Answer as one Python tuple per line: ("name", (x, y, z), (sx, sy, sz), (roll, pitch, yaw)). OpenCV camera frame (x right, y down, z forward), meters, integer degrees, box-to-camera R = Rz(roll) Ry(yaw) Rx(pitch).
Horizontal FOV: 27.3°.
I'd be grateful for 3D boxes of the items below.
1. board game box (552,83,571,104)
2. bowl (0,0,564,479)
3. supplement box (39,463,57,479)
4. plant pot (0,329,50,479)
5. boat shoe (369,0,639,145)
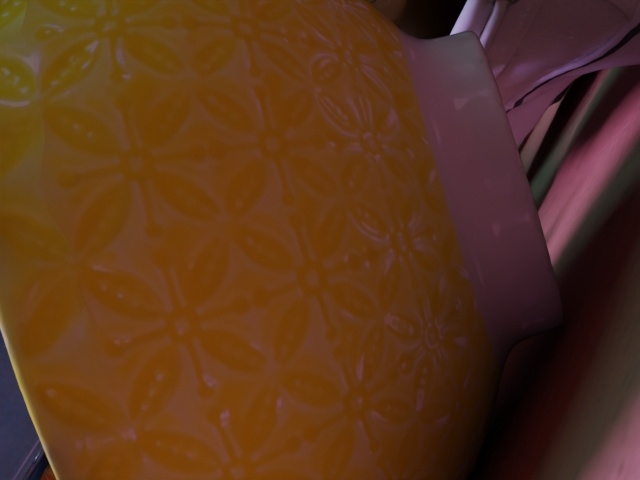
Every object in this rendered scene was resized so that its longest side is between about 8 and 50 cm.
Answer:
("board game box", (0.153, -0.200, 1.005), (0.224, 0.097, 0.303), (-31, -22, -38))
("bowl", (0.000, 0.000, 0.494), (0.156, 0.289, 0.289), (-17, 2, 6))
("supplement box", (-0.090, 0.193, 0.957), (0.129, 0.191, 0.194), (-61, -2, 36))
("plant pot", (-0.322, 0.065, 0.907), (0.341, 0.334, 0.341), (-58, -2, -3))
("boat shoe", (0.055, -0.117, 0.675), (0.367, 0.157, 0.135), (176, 97, -78))
